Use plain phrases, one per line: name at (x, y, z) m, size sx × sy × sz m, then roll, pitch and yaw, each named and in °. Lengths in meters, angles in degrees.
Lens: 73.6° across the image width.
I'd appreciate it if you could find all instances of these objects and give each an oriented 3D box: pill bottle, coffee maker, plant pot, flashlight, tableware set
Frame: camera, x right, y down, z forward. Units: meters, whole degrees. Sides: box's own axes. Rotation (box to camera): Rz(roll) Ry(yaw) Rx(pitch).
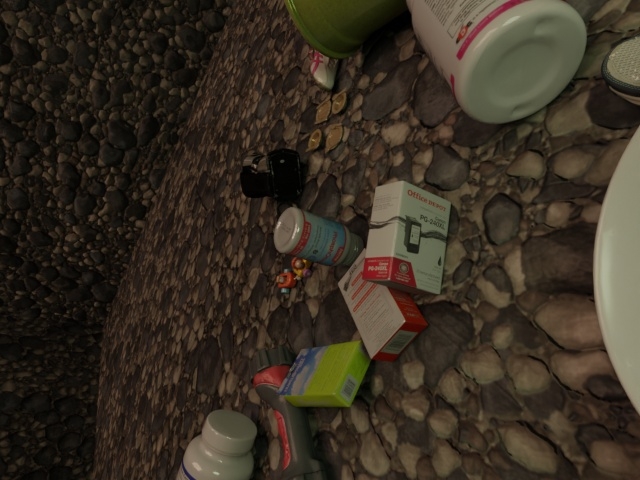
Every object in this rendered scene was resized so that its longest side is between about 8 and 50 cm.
pill bottle at (-0.232, 0.515, 0.915) m, size 0.152 × 0.152 × 0.272 m, roll 24°, pitch 95°, yaw 58°
coffee maker at (-0.136, -0.149, 1.120) m, size 0.178 × 0.120 × 0.171 m, roll 7°, pitch 82°, yaw 58°
plant pot at (0.101, -0.543, 0.851) m, size 0.253 × 0.276 × 0.276 m, roll -2°, pitch 73°, yaw 44°
flashlight at (-0.066, 0.351, 0.795) m, size 0.103 × 0.103 × 0.304 m, roll 101°, pitch 159°, yaw -45°
pill bottle at (0.000, 0.000, 0.801) m, size 0.087 × 0.160 × 0.087 m, roll -31°, pitch 51°, yaw 47°
tableware set at (0.017, -0.289, 1.048) m, size 0.141 × 0.020 × 0.169 m, roll -5°, pitch 71°, yaw 56°
pill bottle at (0.225, -0.312, 0.610) m, size 0.160 × 0.160 × 0.283 m, roll -46°, pitch 41°, yaw 35°

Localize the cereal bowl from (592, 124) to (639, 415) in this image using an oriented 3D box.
cereal bowl at (0.340, 0.014, 0.243) m, size 0.339 × 0.141 × 0.339 m, roll -173°, pitch 90°, yaw -85°

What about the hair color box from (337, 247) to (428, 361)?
hair color box at (0.096, 0.103, 0.707) m, size 0.093 × 0.053 × 0.167 m, roll -56°, pitch 37°, yaw 27°

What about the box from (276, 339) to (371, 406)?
box at (0.005, 0.235, 0.750) m, size 0.178 × 0.042 × 0.109 m, roll -26°, pitch 24°, yaw 50°

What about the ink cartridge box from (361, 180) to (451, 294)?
ink cartridge box at (0.132, -0.002, 0.648) m, size 0.063 × 0.109 × 0.151 m, roll -8°, pitch 69°, yaw 56°

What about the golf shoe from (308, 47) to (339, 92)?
golf shoe at (0.014, -0.459, 1.090) m, size 0.086 × 0.067 × 0.186 m, roll -38°, pitch 46°, yaw 40°

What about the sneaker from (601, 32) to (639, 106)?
sneaker at (0.378, -0.187, 0.352) m, size 0.283 × 0.122 × 0.110 m, roll 14°, pitch 86°, yaw 58°

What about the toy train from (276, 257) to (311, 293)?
toy train at (-0.065, 0.038, 0.990) m, size 0.125 × 0.046 × 0.166 m, roll -10°, pitch 67°, yaw 54°

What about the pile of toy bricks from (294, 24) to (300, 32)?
pile of toy bricks at (0.041, -0.604, 1.110) m, size 0.105 × 0.118 × 0.212 m, roll 42°, pitch 95°, yaw 26°
